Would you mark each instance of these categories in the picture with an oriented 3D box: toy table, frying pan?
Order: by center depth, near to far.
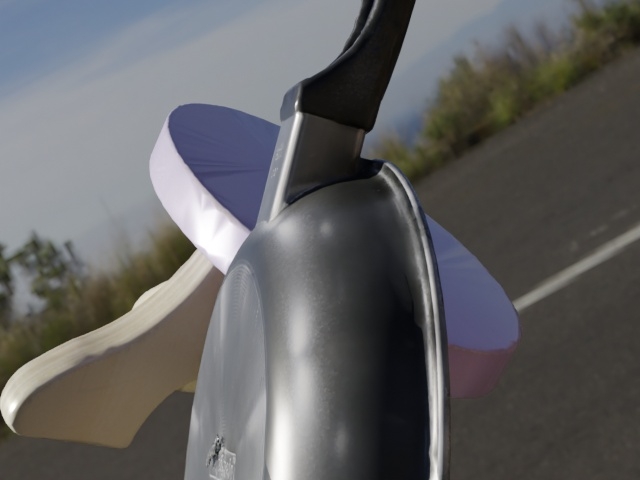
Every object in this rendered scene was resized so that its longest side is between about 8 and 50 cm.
[{"bbox_3d":[0.005,0.012,0.392,0.053,0.326,0.197,6,18,-13],"label":"frying pan"},{"bbox_3d":[-0.026,0.051,0.750,0.161,0.252,0.274,-64,24,18],"label":"toy table"}]
